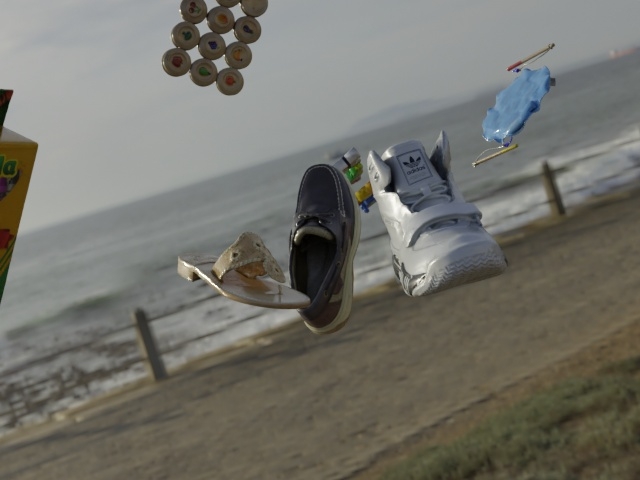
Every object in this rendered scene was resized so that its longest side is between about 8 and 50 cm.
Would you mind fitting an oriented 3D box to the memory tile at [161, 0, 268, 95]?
[{"bbox_3d":[-0.135,-0.269,1.470,0.113,0.148,0.012,19,-8,-20],"label":"memory tile"}]

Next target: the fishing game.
[{"bbox_3d":[0.391,-0.264,2.226,0.189,0.041,0.264,-27,35,53],"label":"fishing game"}]

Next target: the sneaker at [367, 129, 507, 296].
[{"bbox_3d":[0.149,-0.040,1.586,0.137,0.210,0.366,-16,2,-4],"label":"sneaker"}]

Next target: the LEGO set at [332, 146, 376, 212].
[{"bbox_3d":[0.052,-0.087,2.068,0.093,0.087,0.227,-39,-8,-3],"label":"LEGO set"}]

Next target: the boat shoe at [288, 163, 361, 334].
[{"bbox_3d":[0.000,0.000,1.758,0.103,0.285,0.092,-6,-25,20],"label":"boat shoe"}]

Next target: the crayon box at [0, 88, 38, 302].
[{"bbox_3d":[-0.478,-0.036,1.434,0.081,0.318,0.202,26,18,30],"label":"crayon box"}]

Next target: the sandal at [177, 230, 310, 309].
[{"bbox_3d":[-0.106,0.025,1.469,0.088,0.079,0.240,-7,15,-41],"label":"sandal"}]
